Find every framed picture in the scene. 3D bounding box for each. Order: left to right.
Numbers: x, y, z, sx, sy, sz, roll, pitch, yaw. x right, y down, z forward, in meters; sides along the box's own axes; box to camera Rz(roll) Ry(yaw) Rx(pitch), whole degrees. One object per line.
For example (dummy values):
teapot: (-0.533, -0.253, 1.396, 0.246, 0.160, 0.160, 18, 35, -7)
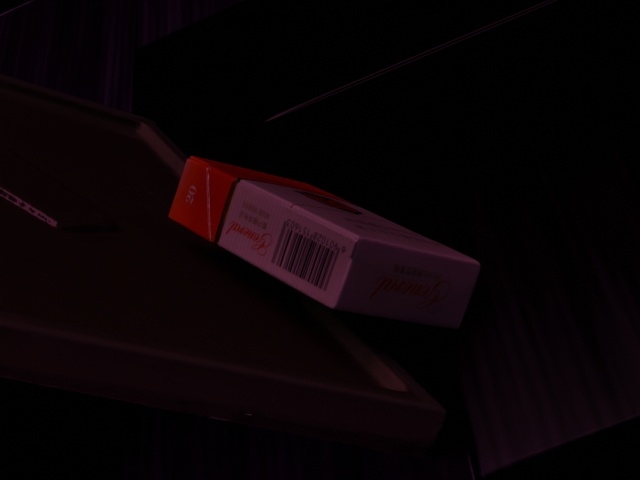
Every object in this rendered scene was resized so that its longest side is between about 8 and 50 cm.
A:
framed picture: (-0.165, -0.027, 0.767, 0.446, 0.326, 0.028, 43, 113, 54)

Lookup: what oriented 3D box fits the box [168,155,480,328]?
box: (0.000, 0.000, 0.757, 0.152, 0.100, 0.048, 24, 97, 46)
